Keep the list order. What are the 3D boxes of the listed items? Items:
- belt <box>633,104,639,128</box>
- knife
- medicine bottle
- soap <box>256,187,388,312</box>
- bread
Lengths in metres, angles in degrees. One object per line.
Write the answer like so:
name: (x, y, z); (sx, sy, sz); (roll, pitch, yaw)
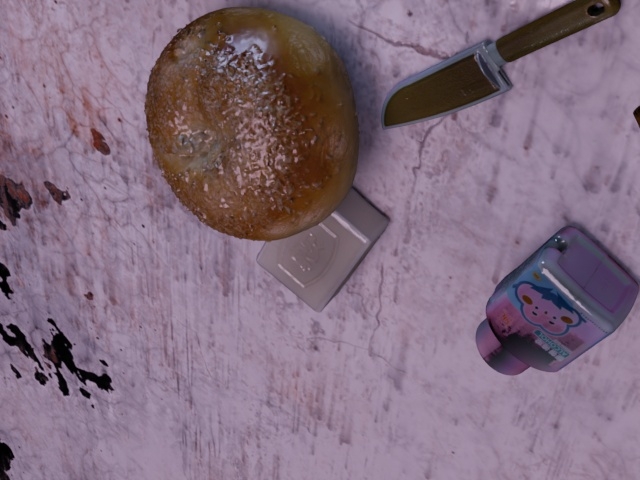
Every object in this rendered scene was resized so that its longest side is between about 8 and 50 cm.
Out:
belt: (0.343, -0.120, 0.997); (0.083, 0.059, 0.036); (-13, 112, 45)
knife: (0.177, -0.181, 1.117); (0.343, 0.027, 0.061); (-19, 113, 47)
medicine bottle: (0.260, 0.082, 1.206); (0.119, 0.094, 0.188); (42, 140, 3)
soap: (0.000, 0.000, 1.388); (0.121, 0.064, 0.183); (41, 138, 7)
bread: (-0.096, -0.134, 1.255); (0.305, 0.158, 0.306); (17, 117, 37)
